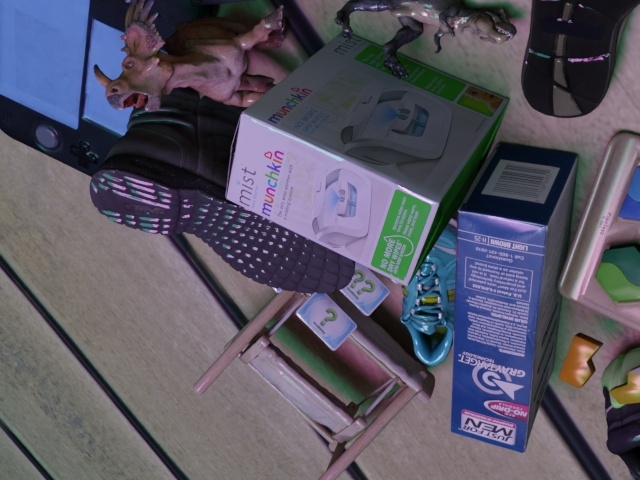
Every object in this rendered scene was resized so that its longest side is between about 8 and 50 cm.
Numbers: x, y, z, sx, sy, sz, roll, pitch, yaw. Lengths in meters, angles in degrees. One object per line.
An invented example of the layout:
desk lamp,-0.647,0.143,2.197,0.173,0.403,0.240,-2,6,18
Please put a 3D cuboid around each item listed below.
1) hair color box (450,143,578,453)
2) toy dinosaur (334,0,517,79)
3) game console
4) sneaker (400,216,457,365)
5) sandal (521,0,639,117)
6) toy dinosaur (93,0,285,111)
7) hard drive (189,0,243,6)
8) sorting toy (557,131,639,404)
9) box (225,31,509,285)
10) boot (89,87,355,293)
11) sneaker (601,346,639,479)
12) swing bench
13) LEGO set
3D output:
hair color box,0.236,0.075,1.087,0.105,0.174,0.347,12,126,23
toy dinosaur,0.085,-0.263,0.993,0.268,0.118,0.064,33,174,10
game console,-0.337,-0.256,1.265,0.342,0.060,0.386,29,132,10
sneaker,0.147,0.062,1.134,0.107,0.110,0.275,5,142,19
sandal,0.275,-0.256,0.898,0.120,0.086,0.302,21,145,9
toy dinosaur,-0.146,-0.223,1.046,0.200,0.295,0.127,5,103,-2
hard drive,-0.078,-0.308,1.050,0.135,0.094,0.022,3,120,29
sorting toy,0.384,0.057,0.981,0.229,0.041,0.307,26,112,31
box,0.058,-0.104,1.005,0.231,0.262,0.126,27,131,13
boot,-0.096,-0.083,1.089,0.338,0.222,0.118,25,132,-10
sneaker,0.523,0.348,1.096,0.483,0.202,0.185,41,133,-1
swing bench,-0.001,0.193,1.310,0.253,0.165,0.254,43,109,-2
LEGO set,0.000,0.000,1.175,0.244,0.182,0.060,46,167,-5
